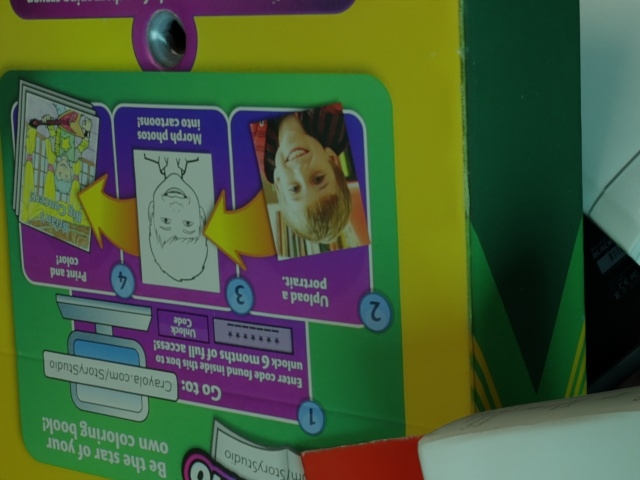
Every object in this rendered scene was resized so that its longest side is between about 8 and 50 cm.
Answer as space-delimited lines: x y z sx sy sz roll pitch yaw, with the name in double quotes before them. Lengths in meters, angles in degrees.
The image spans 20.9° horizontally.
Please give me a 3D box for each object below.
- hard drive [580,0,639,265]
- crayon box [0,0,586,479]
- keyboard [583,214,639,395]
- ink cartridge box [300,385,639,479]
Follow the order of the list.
"hard drive" 0.143 -0.173 0.937 0.233 0.047 0.353 -47 50 6
"crayon box" -0.037 0.012 0.924 0.363 0.106 0.313 6 103 40
"keyboard" 0.184 0.028 0.887 0.317 0.033 0.201 -43 38 22
"ink cartridge box" 0.094 0.210 0.745 0.239 0.060 0.275 -15 89 40
